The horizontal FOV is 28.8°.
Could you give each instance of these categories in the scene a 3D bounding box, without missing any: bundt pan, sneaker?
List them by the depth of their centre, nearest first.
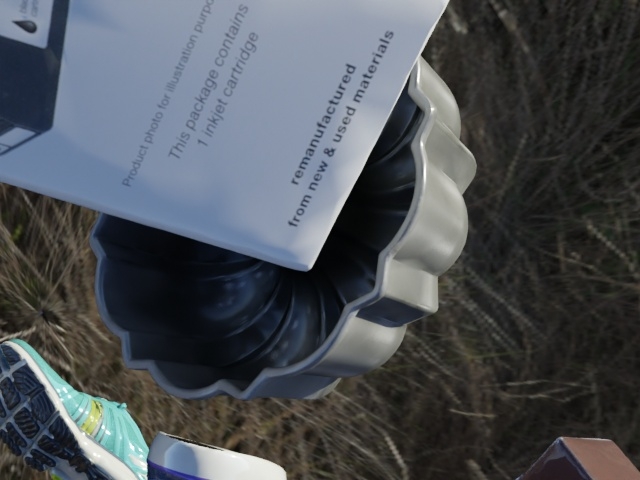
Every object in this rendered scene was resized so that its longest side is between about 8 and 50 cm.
[{"bbox_3d":[-0.019,-0.027,0.953,0.124,0.331,0.330,24,80,-46],"label":"bundt pan"},{"bbox_3d":[-0.122,0.335,1.251,0.130,0.323,0.236,13,72,12],"label":"sneaker"},{"bbox_3d":[-0.273,0.217,1.413,0.275,0.107,0.110,50,34,-12],"label":"sneaker"}]

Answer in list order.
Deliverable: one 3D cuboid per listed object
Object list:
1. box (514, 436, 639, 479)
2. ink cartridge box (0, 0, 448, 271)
[{"bbox_3d":[0.334,0.410,1.309,0.191,0.143,0.381,-51,55,21],"label":"box"},{"bbox_3d":[-0.179,-0.162,0.616,0.395,0.285,0.166,18,110,-26],"label":"ink cartridge box"}]
